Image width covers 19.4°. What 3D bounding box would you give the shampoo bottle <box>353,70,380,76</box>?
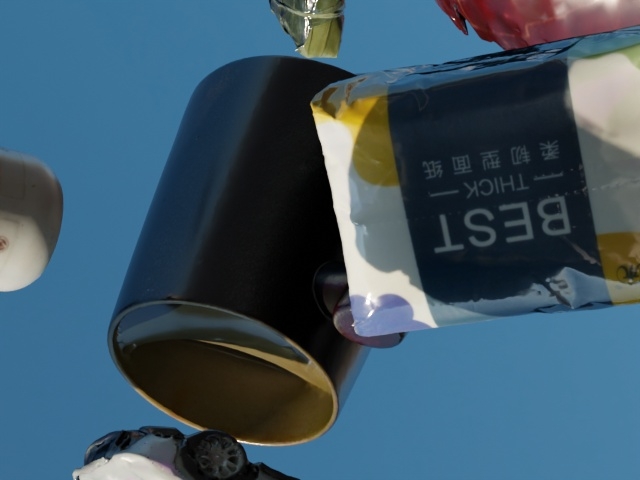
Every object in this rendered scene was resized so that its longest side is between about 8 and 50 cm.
[{"bbox_3d":[0.044,-0.087,1.504,0.126,0.350,0.084,32,-101,-23],"label":"shampoo bottle"}]

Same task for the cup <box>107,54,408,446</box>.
[{"bbox_3d":[-0.016,-0.007,1.072,0.166,0.239,0.177,29,-126,-9],"label":"cup"}]

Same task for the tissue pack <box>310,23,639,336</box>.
[{"bbox_3d":[0.045,-0.014,0.434,0.042,0.083,0.062,-39,-60,-70],"label":"tissue pack"}]

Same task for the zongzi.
[{"bbox_3d":[-0.012,-0.243,1.739,0.055,0.119,0.109,-11,-139,-22],"label":"zongzi"}]

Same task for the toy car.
[{"bbox_3d":[-0.008,0.066,0.382,0.093,0.041,0.025,22,-134,-7],"label":"toy car"}]

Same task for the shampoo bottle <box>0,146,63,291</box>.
[{"bbox_3d":[-0.226,-0.027,0.924,0.192,0.074,0.074,15,-115,-26],"label":"shampoo bottle"}]

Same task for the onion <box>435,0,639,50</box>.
[{"bbox_3d":[0.165,-0.188,0.886,0.276,0.276,0.276,18,-116,-42],"label":"onion"}]
